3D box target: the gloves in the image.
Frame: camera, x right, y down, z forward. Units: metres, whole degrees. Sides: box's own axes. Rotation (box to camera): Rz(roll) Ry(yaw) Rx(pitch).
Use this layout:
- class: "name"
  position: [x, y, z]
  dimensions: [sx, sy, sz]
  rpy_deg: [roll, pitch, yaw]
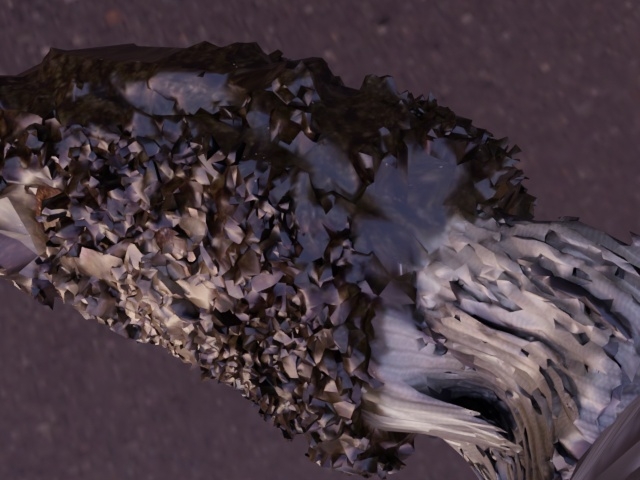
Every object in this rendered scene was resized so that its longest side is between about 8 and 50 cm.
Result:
- class: "gloves"
  position: [-0.003, 0.007, 0.734]
  dimensions: [0.135, 0.312, 0.210]
  rpy_deg: [-62, 166, -4]
